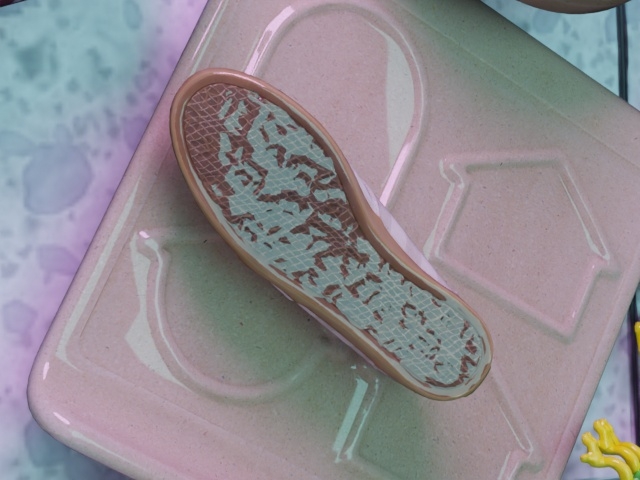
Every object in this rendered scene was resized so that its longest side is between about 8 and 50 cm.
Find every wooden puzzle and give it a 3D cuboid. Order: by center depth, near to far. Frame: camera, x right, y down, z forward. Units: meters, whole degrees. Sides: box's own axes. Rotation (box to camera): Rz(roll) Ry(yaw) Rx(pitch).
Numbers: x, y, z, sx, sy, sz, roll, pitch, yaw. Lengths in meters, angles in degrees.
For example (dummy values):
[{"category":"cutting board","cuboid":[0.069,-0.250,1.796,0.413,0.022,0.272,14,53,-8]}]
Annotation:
[{"category":"wooden puzzle","cuboid":[0.028,0.013,0.977,0.322,0.080,0.348,31,70,-25]}]

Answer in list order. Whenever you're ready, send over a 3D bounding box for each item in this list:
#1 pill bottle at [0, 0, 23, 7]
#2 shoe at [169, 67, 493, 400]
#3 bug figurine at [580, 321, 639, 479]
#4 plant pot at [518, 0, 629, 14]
[{"category":"pill bottle","cuboid":[-0.224,-0.195,0.758,0.392,0.224,0.224,-22,99,-27]},{"category":"shoe","cuboid":[0.000,0.000,0.888,0.076,0.058,0.219,-44,104,-6]},{"category":"bug figurine","cuboid":[0.238,0.189,1.049,0.216,0.072,0.279,-25,107,-57]},{"category":"plant pot","cuboid":[0.102,-0.230,0.985,0.237,0.110,0.237,12,68,-32]}]
